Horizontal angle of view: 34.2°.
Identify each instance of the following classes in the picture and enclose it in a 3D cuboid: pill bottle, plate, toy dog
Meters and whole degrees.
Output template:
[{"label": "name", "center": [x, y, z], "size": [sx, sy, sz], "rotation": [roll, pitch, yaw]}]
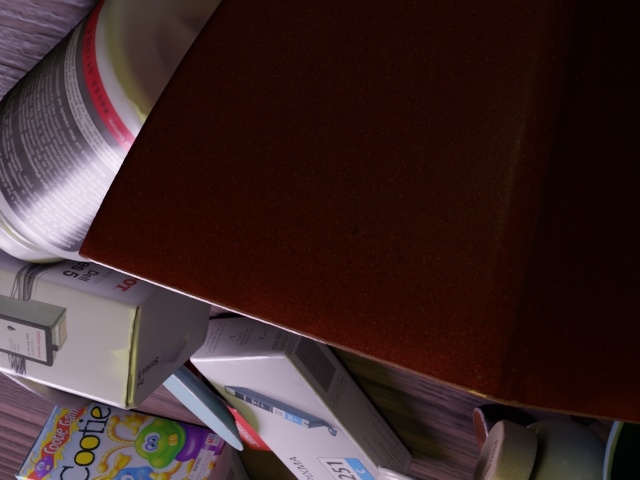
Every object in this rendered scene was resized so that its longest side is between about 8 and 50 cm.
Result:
[{"label": "pill bottle", "center": [-0.169, -0.084, 0.861], "size": [0.176, 0.176, 0.318], "rotation": [40, 141, -21]}, {"label": "plate", "center": [-0.157, 0.186, 1.276], "size": [0.188, 0.024, 0.188], "rotation": [38, 163, 14]}, {"label": "toy dog", "center": [0.228, 0.237, 1.106], "size": [0.220, 0.161, 0.334], "rotation": [32, 159, -16]}]

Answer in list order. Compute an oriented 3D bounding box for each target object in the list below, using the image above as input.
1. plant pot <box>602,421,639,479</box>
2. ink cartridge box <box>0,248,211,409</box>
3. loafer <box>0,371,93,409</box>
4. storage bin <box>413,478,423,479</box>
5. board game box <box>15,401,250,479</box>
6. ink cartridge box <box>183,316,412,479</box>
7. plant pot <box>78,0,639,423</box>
[{"label": "plant pot", "center": [0.374, 0.197, 0.866], "size": [0.290, 0.290, 0.195], "rotation": [18, 180, 9]}, {"label": "ink cartridge box", "center": [-0.266, 0.050, 1.053], "size": [0.273, 0.198, 0.114], "rotation": [14, 110, 12]}, {"label": "loafer", "center": [-0.393, 0.064, 1.249], "size": [0.366, 0.134, 0.130], "rotation": [33, 118, -27]}, {"label": "storage bin", "center": [0.154, 0.318, 1.036], "size": [0.180, 0.084, 0.122], "rotation": [24, 159, 4]}, {"label": "board game box", "center": [-0.265, 0.342, 1.491], "size": [0.275, 0.142, 0.144], "rotation": [9, 142, 20]}, {"label": "ink cartridge box", "center": [-0.065, 0.206, 1.269], "size": [0.261, 0.066, 0.296], "rotation": [-6, 135, 34]}, {"label": "plant pot", "center": [0.074, -0.051, 0.594], "size": [0.267, 0.235, 0.267], "rotation": [16, 178, 36]}]
